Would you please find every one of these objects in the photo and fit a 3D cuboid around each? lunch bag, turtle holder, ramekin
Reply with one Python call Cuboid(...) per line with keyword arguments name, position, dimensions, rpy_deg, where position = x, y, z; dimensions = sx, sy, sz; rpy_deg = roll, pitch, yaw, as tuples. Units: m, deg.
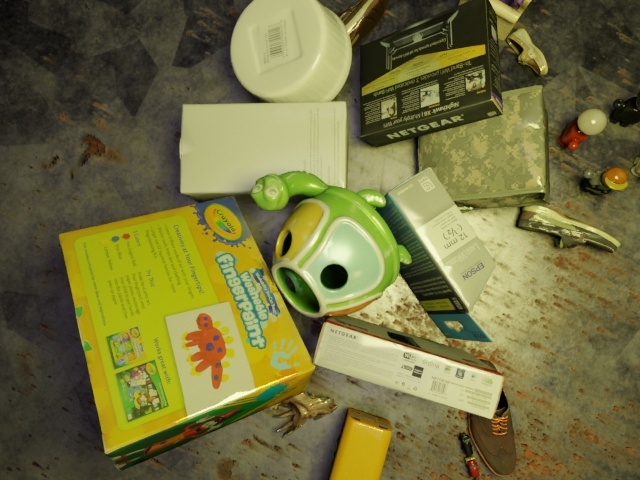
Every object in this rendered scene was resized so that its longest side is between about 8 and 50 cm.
Cuboid(name="lunch bag", position=(0.362, -0.190, 1.050), dimensions=(0.287, 0.169, 0.235), rpy_deg=(-3, 82, 30))
Cuboid(name="turtle holder", position=(0.015, 0.009, 0.927), dimensions=(0.243, 0.320, 0.227), rpy_deg=(16, 45, 40))
Cuboid(name="ramekin", position=(-0.077, -0.444, 1.081), dimensions=(0.277, 0.135, 0.277), rpy_deg=(0, 91, 22))

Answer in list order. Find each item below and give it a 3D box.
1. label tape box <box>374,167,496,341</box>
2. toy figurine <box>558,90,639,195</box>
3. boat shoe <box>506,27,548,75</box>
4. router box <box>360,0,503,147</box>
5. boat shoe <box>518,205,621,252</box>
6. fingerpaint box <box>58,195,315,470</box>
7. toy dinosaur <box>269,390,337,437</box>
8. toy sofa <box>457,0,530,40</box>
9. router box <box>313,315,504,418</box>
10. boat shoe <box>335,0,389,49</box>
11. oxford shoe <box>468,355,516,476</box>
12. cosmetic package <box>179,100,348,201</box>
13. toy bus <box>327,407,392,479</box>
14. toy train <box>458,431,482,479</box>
Cuboid(name="label tape box", position=(0.255, 0.043, 0.998), dimensions=(0.115, 0.249, 0.347), rpy_deg=(-34, 85, -9))
Cuboid(name="toy figurine", position=(0.685, -0.219, 1.044), dimensions=(0.213, 0.148, 0.209), rpy_deg=(-18, 84, 2))
Cuboid(name="boat shoe", position=(0.506, -0.456, 1.129), dimensions=(0.045, 0.050, 0.135), rpy_deg=(-27, 74, 5))
Cuboid(name="router box", position=(0.238, -0.367, 1.034), dimensions=(0.309, 0.081, 0.242), rpy_deg=(-7, 76, 36))
Cuboid(name="boat shoe", position=(0.573, -0.016, 1.074), dimensions=(0.224, 0.080, 0.073), rpy_deg=(26, 93, 11))
Cuboid(name="fingerpaint box", position=(-0.276, 0.155, 0.934), dimensions=(0.371, 0.163, 0.444), rpy_deg=(-17, 60, -24))
Cuboid(name="toy dinosaur", position=(-0.125, 0.351, 1.076), dimensions=(0.296, 0.200, 0.127), rpy_deg=(17, 50, 27))
Cuboid(name="toy sofa", position=(0.488, -0.687, 1.083), dimensions=(0.150, 0.177, 0.362), rpy_deg=(33, 89, 5))
Cuboid(name="router box", position=(0.164, 0.243, 0.966), dimensions=(0.336, 0.301, 0.082), rpy_deg=(16, 87, 5))
Cuboid(name="boat shoe", position=(0.066, -0.541, 1.143), dimensions=(0.095, 0.095, 0.257), rpy_deg=(39, 89, 12))
Cuboid(name="oxford shoe", position=(0.386, 0.405, 1.038), dimensions=(0.097, 0.098, 0.271), rpy_deg=(-15, 84, 3))
Cuboid(name="cosmetic package", position=(-0.127, -0.203, 1.098), dimensions=(0.385, 0.156, 0.217), rpy_deg=(1, 85, 5))
Cuboid(name="toy bus", position=(0.066, 0.559, 1.031), dimensions=(0.108, 0.130, 0.332), rpy_deg=(16, 86, 5))
Cuboid(name="toy train", position=(0.354, 0.527, 1.061), dimensions=(0.027, 0.036, 0.158), rpy_deg=(-15, 85, 3))
